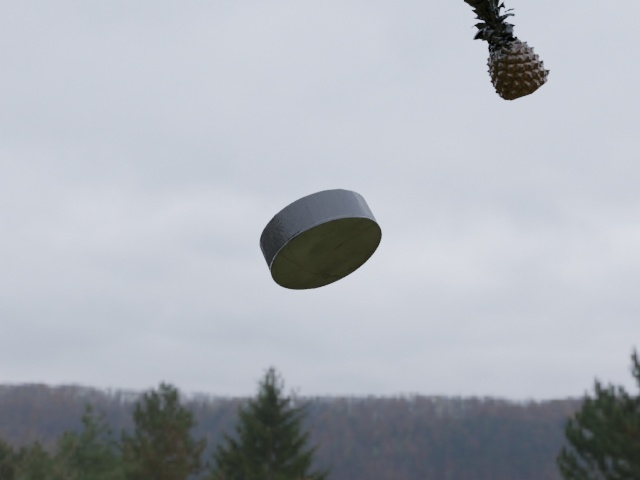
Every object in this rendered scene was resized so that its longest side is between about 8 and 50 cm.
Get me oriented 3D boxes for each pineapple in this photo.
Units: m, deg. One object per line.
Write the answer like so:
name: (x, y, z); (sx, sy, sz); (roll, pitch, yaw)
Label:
pineapple: (0.171, -0.196, 1.002); (0.058, 0.124, 0.058); (-28, 13, 7)

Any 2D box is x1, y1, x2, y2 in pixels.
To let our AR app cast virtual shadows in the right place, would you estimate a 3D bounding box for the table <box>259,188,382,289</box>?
table: (0.000, 0.000, 1.172); (0.134, 0.043, 0.133); (-18, -31, -11)
